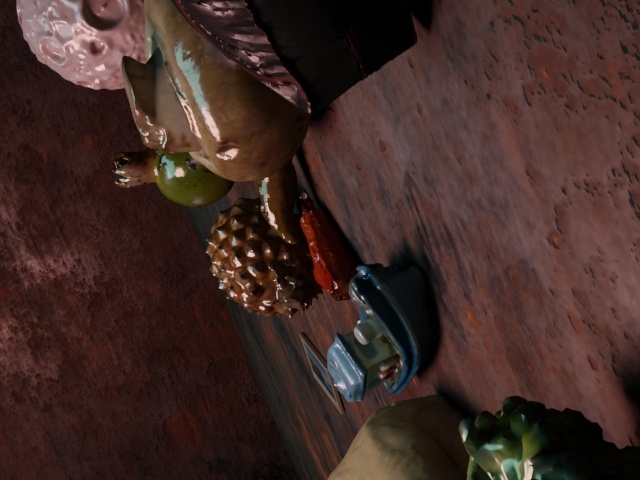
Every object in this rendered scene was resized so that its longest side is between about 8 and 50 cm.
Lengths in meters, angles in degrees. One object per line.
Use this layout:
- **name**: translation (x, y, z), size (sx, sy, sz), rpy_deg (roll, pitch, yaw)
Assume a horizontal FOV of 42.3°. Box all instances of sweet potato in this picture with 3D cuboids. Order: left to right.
- **sweet potato**: translation (-0.064, -0.128, 1.011), size (0.067, 0.067, 0.274), rpy_deg (-150, 49, -70)

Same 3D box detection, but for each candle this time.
- **candle**: translation (0.000, 0.000, 1.005), size (0.048, 0.053, 0.162), rpy_deg (33, -154, -50)

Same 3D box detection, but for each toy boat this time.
- **toy boat**: translation (0.054, 0.096, 0.851), size (0.109, 0.098, 0.238), rpy_deg (57, 164, 26)

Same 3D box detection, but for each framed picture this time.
- **framed picture**: translation (0.002, 0.247, 1.551), size (0.149, 0.011, 0.109), rpy_deg (43, 154, 62)

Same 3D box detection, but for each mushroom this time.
- **mushroom**: translation (-0.111, -0.174, 0.861), size (0.255, 0.184, 0.255), rpy_deg (167, 90, -80)

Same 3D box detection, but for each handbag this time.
- **handbag**: translation (-0.038, -0.206, 0.547), size (0.215, 0.155, 0.169), rpy_deg (57, 179, 31)

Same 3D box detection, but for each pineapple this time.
- **pineapple**: translation (-0.064, 0.034, 1.110), size (0.193, 0.166, 0.166), rpy_deg (-126, 17, -48)

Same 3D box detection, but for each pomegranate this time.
- **pomegranate**: translation (-0.245, -0.139, 1.442), size (0.179, 0.210, 0.179), rpy_deg (-14, -90, -80)

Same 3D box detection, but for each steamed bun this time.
- **steamed bun**: translation (0.104, 0.322, 0.805), size (0.276, 0.203, 0.289), rpy_deg (-177, 65, -77)

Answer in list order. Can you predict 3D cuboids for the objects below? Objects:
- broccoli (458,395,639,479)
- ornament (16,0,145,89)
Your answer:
- **broccoli**: translation (0.161, 0.258, 0.446), size (0.324, 0.272, 0.334), rpy_deg (-67, -38, -48)
- **ornament**: translation (-0.330, -0.358, 1.258), size (0.225, 0.259, 0.259), rpy_deg (-133, 22, -66)
